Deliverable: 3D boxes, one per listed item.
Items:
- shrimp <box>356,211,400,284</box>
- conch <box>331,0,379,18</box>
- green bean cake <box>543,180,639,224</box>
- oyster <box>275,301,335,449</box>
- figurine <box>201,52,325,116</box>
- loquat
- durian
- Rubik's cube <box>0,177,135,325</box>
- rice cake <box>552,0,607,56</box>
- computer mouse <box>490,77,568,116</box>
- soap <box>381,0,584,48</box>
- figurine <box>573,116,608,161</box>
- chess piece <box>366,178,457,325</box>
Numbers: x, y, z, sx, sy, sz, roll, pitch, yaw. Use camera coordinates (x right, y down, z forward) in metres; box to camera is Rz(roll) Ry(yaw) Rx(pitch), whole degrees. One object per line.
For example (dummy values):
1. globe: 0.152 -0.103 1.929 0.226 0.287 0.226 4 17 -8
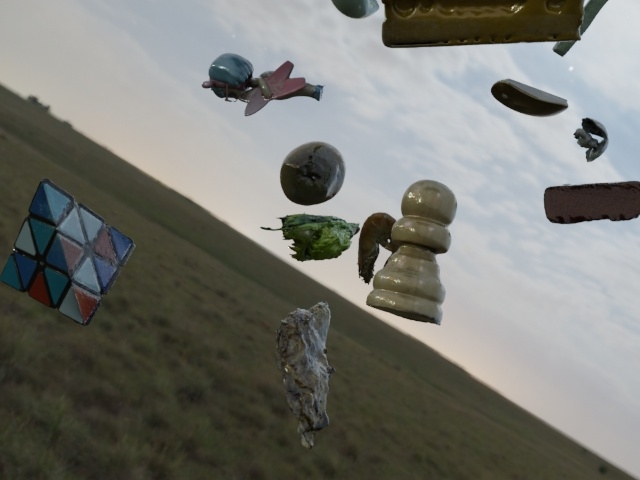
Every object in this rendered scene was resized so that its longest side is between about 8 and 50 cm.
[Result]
1. shrimp: 0.162 0.032 2.062 0.133 0.236 0.053 18 28 12
2. conch: 0.087 -0.728 2.185 0.121 0.185 0.221 -13 -23 19
3. green bean cake: 0.674 -0.094 1.859 0.232 0.097 0.198 -2 5 19
4. oyster: -0.034 0.276 1.773 0.111 0.396 0.204 -8 -35 15
5. figurine: -0.118 -0.357 1.660 0.260 0.103 0.205 9 34 4
6. loquat: -0.023 -0.181 2.063 0.179 0.179 0.227 31 32 10
7. durian: -0.004 -0.006 1.748 0.132 0.106 0.375 -8 -4 30
8. Rubik's cube: -0.491 0.037 1.547 0.250 0.284 0.234 -23 -4 37
9. rice cake: 0.530 -0.445 1.514 0.033 0.171 0.029 33 30 -2
10. computer mouse: 0.528 -0.354 1.911 0.199 0.045 0.102 17 -13 -11
11. soap: 0.257 -0.462 1.182 0.335 0.156 0.293 -2 -53 10
12. figurine: 0.627 -0.239 1.764 0.086 0.082 0.094 43 -2 -7
13. chess piece: 0.182 0.016 1.394 0.143 0.261 0.143 15 -9 2
